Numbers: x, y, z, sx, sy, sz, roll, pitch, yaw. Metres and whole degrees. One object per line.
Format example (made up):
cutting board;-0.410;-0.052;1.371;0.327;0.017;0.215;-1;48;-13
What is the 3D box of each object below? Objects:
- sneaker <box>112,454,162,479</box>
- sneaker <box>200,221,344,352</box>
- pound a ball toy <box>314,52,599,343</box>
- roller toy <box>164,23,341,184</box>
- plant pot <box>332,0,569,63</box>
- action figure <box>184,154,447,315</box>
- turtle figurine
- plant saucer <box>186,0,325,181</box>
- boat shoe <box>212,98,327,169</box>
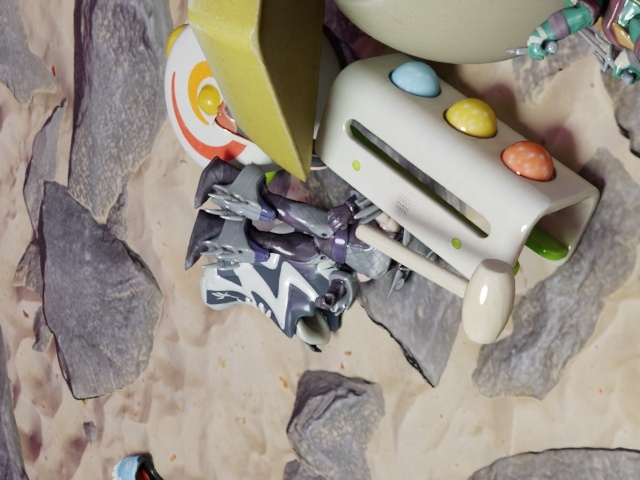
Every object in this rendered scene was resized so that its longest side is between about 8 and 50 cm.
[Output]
sneaker;-0.253;0.393;1.898;0.073;0.063;0.162;-34;78;42
sneaker;-0.052;0.079;1.572;0.235;0.094;0.153;-29;73;36
pound a ball toy;0.127;-0.062;1.269;0.319;0.208;0.136;40;128;30
roller toy;-0.084;-0.174;1.487;0.191;0.146;0.209;-21;87;46
plant pot;0.096;-0.301;1.237;0.284;0.191;0.284;16;114;40
action figure;0.000;0.000;1.420;0.285;0.099;0.185;12;129;3
turtle figurine;0.261;-0.180;1.120;0.234;0.175;0.118;49;126;45
plant saucer;-0.056;-0.266;1.245;0.081;0.333;0.333;2;72;9
boat shoe;-0.047;-0.117;1.375;0.137;0.049;0.043;22;117;-8
